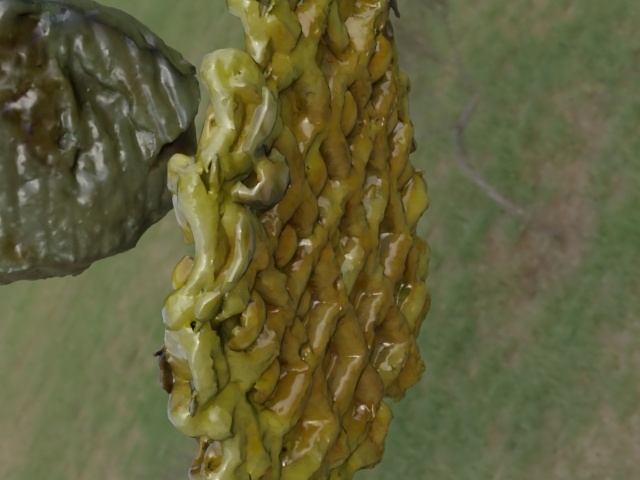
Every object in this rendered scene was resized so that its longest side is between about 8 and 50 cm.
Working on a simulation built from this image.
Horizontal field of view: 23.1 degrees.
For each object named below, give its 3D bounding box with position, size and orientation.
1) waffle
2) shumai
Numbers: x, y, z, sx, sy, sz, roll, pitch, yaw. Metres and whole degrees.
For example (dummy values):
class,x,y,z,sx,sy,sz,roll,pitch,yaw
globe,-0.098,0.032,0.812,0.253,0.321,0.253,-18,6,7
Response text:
class,x,y,z,sx,sy,sz,roll,pitch,yaw
waffle,-0.003,0.000,0.766,0.262,0.060,0.280,-3,-82,-68
shumai,-0.216,-0.085,0.986,0.189,0.256,0.218,-64,23,4
